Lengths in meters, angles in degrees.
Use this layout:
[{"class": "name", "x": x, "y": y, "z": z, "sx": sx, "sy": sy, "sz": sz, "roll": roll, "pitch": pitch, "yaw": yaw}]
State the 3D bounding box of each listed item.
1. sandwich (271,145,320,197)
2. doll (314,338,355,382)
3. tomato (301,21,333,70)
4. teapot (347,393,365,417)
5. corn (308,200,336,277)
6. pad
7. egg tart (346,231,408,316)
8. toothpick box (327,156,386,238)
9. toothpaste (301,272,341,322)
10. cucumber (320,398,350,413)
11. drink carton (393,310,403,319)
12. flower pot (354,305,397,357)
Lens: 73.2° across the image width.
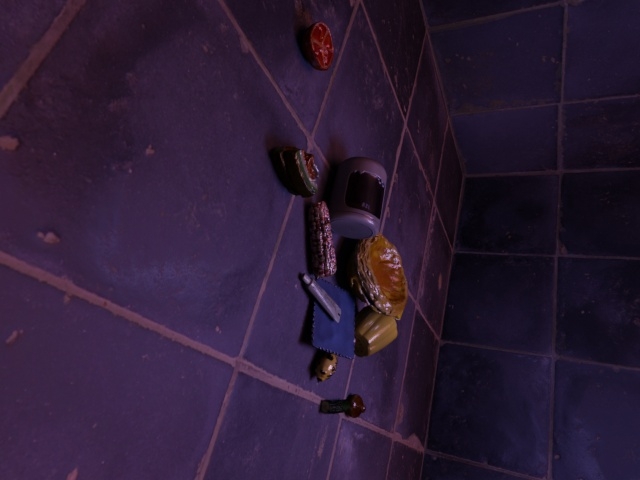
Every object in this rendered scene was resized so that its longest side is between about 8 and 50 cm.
[{"class": "sandwich", "x": -0.063, "y": -0.240, "z": 1.383, "sx": 0.160, "sy": 0.109, "sz": 0.185, "roll": -60, "pitch": 141, "yaw": -38}, {"class": "doll", "x": 0.059, "y": 0.440, "z": 1.676, "sx": 0.291, "sy": 0.086, "sz": 0.117, "roll": -40, "pitch": 162, "yaw": -55}, {"class": "tomato", "x": -0.016, "y": -0.666, "z": 1.482, "sx": 0.155, "sy": 0.069, "sz": 0.156, "roll": -12, "pitch": 104, "yaw": -58}, {"class": "teapot", "x": 0.164, "y": 0.729, "z": 1.889, "sx": 0.129, "sy": 0.078, "sz": 0.098, "roll": 50, "pitch": 49, "yaw": -51}, {"class": "corn", "x": 0.000, "y": 0.000, "z": 1.545, "sx": 0.092, "sy": 0.092, "sz": 0.281, "roll": -21, "pitch": 106, "yaw": -59}, {"class": "pad", "x": 0.056, "y": 0.296, "z": 1.632, "sx": 0.269, "sy": 0.012, "sz": 0.270, "roll": 33, "pitch": 51, "yaw": -42}, {"class": "egg tart", "x": 0.232, "y": 0.141, "z": 1.834, "sx": 0.388, "sy": 0.169, "sz": 0.388, "roll": 28, "pitch": 52, "yaw": -43}, {"class": "toothpick box", "x": 0.141, "y": -0.180, "z": 1.679, "sx": 0.229, "sy": 0.229, "sz": 0.316, "roll": 44, "pitch": 52, "yaw": -54}, {"class": "toothpaste", "x": 0.006, "y": 0.205, "z": 1.559, "sx": 0.255, "sy": 0.037, "sz": 0.067, "roll": 51, "pitch": 36, "yaw": -33}, {"class": "cucumber", "x": 0.063, "y": 0.663, "z": 1.723, "sx": 0.187, "sy": 0.058, "sz": 0.058, "roll": 32, "pitch": 64, "yaw": -58}, {"class": "drink carton", "x": 0.333, "y": 0.227, "z": 2.143, "sx": 0.155, "sy": 0.111, "sz": 0.351, "roll": -61, "pitch": 143, "yaw": -39}, {"class": "flower pot", "x": 0.207, "y": 0.399, "z": 1.857, "sx": 0.179, "sy": 0.195, "sz": 0.195, "roll": -31, "pitch": 120, "yaw": -43}]
